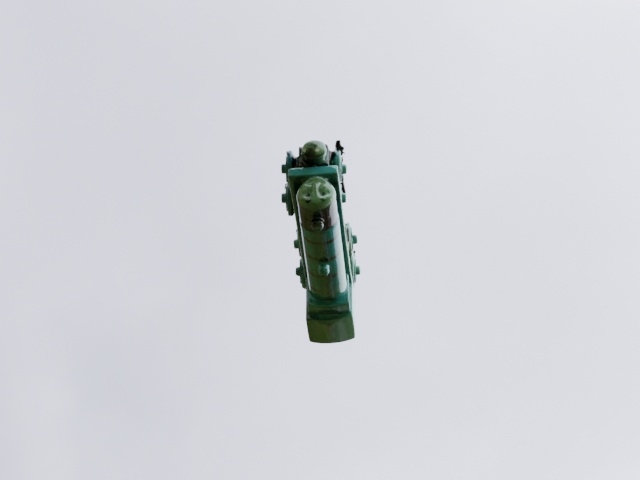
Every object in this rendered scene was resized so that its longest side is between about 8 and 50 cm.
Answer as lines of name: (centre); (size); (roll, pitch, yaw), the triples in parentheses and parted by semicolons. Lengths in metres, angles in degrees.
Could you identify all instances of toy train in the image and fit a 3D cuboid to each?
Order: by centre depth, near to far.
toy train: (0.000, 0.000, 0.763); (0.092, 0.029, 0.045); (83, 4, -48)
